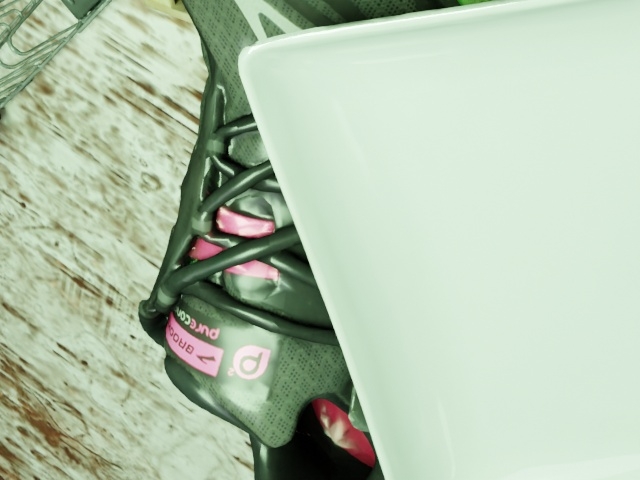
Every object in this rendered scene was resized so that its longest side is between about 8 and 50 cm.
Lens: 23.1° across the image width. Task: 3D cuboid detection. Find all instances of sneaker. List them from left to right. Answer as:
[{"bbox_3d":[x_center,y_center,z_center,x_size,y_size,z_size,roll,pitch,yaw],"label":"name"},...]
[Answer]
[{"bbox_3d":[0.000,0.000,0.864,0.185,0.202,0.483,17,136,37],"label":"sneaker"}]

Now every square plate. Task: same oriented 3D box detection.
[{"bbox_3d":[0.172,0.015,0.767,0.344,0.049,0.347,-9,124,16],"label":"square plate"}]

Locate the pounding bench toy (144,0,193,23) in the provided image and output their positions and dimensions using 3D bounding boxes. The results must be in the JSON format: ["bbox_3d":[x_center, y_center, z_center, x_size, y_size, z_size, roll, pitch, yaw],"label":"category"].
[{"bbox_3d":[-0.083,-0.167,0.904,0.083,0.052,0.065,25,142,40],"label":"pounding bench toy"}]

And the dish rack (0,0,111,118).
[{"bbox_3d":[-0.253,-0.176,1.032,0.208,0.074,0.271,48,142,-9],"label":"dish rack"}]
